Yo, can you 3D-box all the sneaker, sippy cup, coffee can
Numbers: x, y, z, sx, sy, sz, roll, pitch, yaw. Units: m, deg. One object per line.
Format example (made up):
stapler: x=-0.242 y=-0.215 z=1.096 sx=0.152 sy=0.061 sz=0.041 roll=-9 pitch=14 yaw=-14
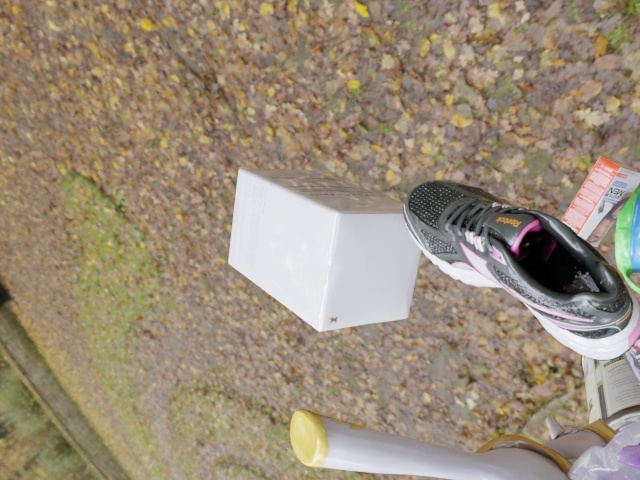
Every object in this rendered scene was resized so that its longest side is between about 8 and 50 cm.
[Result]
sneaker: x=0.126 y=-0.001 z=0.386 sx=0.178 sy=0.072 sz=0.077 roll=32 pitch=170 yaw=37
sippy cup: x=0.873 y=-0.020 z=1.451 sx=0.224 sy=0.240 sz=0.306 roll=8 pitch=107 yaw=39
coffee can: x=0.589 y=0.299 z=1.064 sx=0.201 sy=0.275 sz=0.202 roll=8 pitch=117 yaw=17

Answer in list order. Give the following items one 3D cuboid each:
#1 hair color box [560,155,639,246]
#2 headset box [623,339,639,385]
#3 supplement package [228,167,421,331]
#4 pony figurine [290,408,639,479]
hair color box: x=0.543 y=-0.073 z=1.150 sx=0.053 sy=0.093 sz=0.167 roll=50 pitch=125 yaw=45
headset box: x=0.570 y=0.188 z=0.817 sx=0.218 sy=0.110 sz=0.293 roll=-32 pitch=69 yaw=26
supplement package: x=0.000 y=0.000 z=0.948 sx=0.293 sy=0.175 sz=0.178 roll=29 pitch=115 yaw=51
pony figurine: x=0.201 y=0.213 z=0.425 sx=0.351 sy=0.363 sz=0.303 roll=17 pitch=101 yaw=62
